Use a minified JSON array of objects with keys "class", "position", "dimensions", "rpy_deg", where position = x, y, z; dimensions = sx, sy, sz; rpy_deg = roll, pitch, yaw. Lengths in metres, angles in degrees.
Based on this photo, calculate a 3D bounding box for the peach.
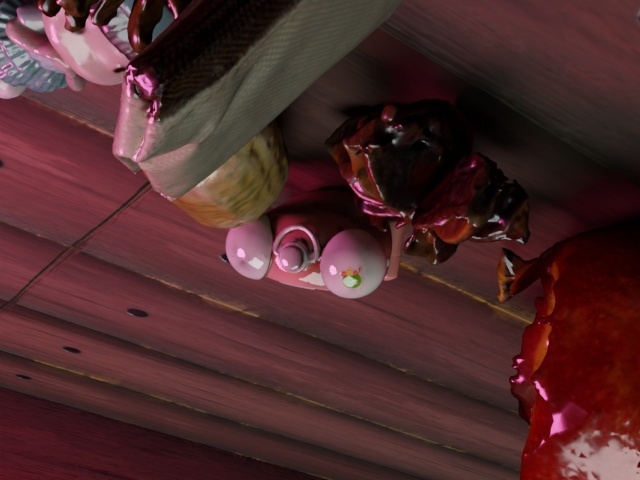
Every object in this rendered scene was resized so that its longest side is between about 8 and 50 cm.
[{"class":"peach","position":[0.342,0.163,0.876],"dimensions":[0.309,0.335,0.406],"rpy_deg":[0,149,13]}]

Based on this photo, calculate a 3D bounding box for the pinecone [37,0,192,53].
[{"class":"pinecone","position":[-0.114,-0.201,0.473],"dimensions":[0.195,0.179,0.150],"rpy_deg":[8,179,-26]}]

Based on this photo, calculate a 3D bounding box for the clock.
[{"class":"clock","position":[0.000,0.000,0.866],"dimensions":[0.165,0.093,0.162],"rpy_deg":[11,-167,18]}]

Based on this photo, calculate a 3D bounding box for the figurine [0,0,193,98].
[{"class":"figurine","position":[-0.182,-0.166,0.656],"dimensions":[0.245,0.110,0.138],"rpy_deg":[-5,161,34]}]

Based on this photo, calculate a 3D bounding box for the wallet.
[{"class":"wallet","position":[0.007,-0.146,0.446],"dimensions":[0.068,0.335,0.275],"rpy_deg":[42,163,-1]}]

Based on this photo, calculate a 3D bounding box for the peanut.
[{"class":"peanut","position":[-0.096,-0.080,0.759],"dimensions":[0.129,0.129,0.224],"rpy_deg":[7,162,6]}]

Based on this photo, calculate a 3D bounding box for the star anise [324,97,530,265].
[{"class":"star anise","position":[0.105,-0.051,0.753],"dimensions":[0.190,0.126,0.220],"rpy_deg":[46,169,-10]}]
